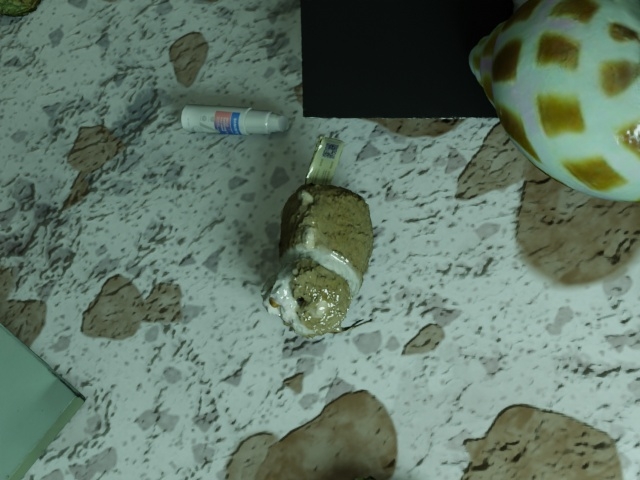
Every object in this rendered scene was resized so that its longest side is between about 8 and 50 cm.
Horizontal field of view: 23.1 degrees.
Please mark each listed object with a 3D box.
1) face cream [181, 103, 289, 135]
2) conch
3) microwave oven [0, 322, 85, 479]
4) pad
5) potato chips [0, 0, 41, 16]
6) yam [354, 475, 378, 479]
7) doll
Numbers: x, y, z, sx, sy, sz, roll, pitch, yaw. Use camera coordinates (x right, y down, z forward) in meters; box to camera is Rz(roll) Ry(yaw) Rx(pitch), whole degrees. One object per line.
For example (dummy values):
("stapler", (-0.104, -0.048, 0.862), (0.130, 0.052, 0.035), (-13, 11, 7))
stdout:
("face cream", (-0.099, -0.140, 1.833), (0.130, 0.034, 0.034), (5, 63, 24))
("conch", (0.295, -0.157, 1.580), (0.249, 0.197, 0.368), (-19, 49, -29))
("microwave oven", (-0.485, 0.120, 1.693), (0.355, 0.286, 0.218), (33, 78, 30))
("pad", (0.099, -0.290, 1.800), (0.248, 0.007, 0.367), (0, 60, -3))
("potato chips", (-0.397, -0.390, 2.116), (0.142, 0.026, 0.209), (-26, 52, 11))
("yam", (0.042, 0.338, 1.449), (0.106, 0.106, 0.259), (5, 65, 25))
("doll", (0.000, 0.000, 1.662), (0.115, 0.105, 0.221), (12, 60, -14))
